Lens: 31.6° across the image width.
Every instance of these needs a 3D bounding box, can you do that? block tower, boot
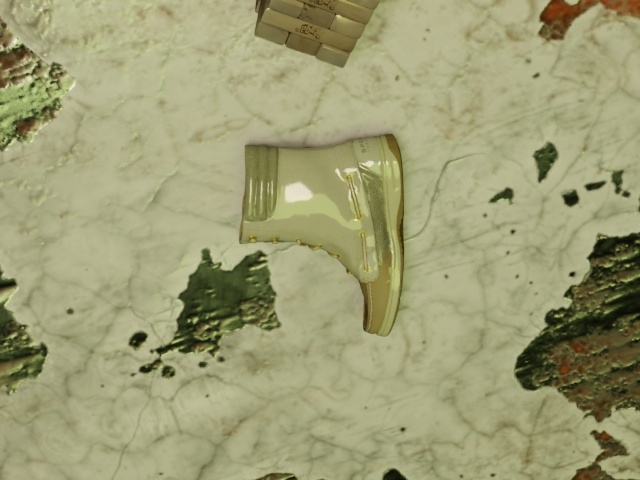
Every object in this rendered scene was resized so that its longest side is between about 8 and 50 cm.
[{"bbox_3d":[0.040,-0.295,0.933,0.091,0.097,0.335,18,135,-13],"label":"block tower"},{"bbox_3d":[0.000,0.000,1.142,0.165,0.077,0.213,-4,111,-5],"label":"boot"}]
